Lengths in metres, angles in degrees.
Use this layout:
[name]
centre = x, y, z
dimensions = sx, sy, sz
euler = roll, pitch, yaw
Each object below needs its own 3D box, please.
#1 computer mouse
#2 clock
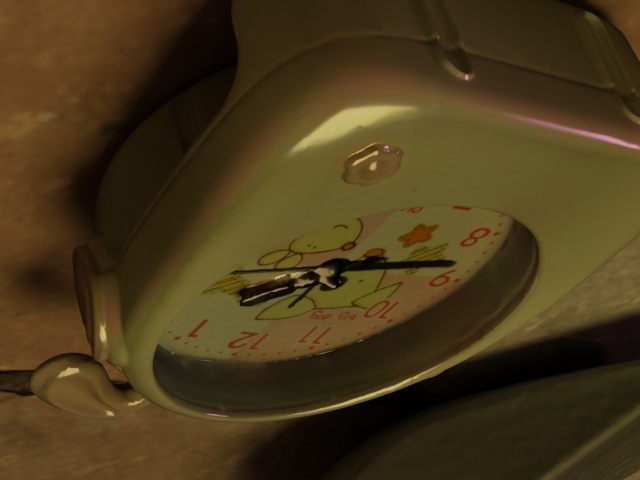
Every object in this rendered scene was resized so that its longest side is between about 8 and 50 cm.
[computer mouse]
centre = 0.070, 0.111, 0.654
dimensions = 0.230, 0.079, 0.128
euler = -28, 157, -16
[clock]
centre = 0.000, 0.000, 0.425
dimensions = 0.151, 0.062, 0.191
euler = 7, 142, -41
